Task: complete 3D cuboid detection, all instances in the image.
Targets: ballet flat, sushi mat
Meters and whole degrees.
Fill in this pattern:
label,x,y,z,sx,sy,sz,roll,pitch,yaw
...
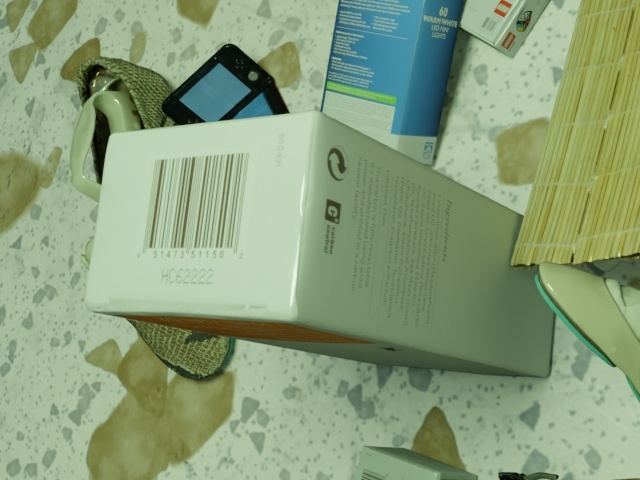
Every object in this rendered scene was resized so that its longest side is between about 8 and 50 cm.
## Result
label,x,y,z,sx,sy,sz,roll,pitch,yaw
ballet flat,-0.255,-0.043,1.365,0.164,0.182,0.482,-29,63,27
sushi mat,0.276,-0.118,0.967,0.151,0.019,0.316,-5,61,51
ballet flat,0.294,0.095,0.915,0.086,0.248,0.086,-38,17,13

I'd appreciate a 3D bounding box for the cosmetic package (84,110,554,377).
label,x,y,z,sx,sy,sz,roll,pitch,yaw
cosmetic package,0.030,0.026,0.962,0.230,0.453,0.161,-1,78,37

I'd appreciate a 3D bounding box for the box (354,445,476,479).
label,x,y,z,sx,sy,sz,roll,pitch,yaw
box,0.094,0.281,1.082,0.102,0.087,0.101,12,86,37

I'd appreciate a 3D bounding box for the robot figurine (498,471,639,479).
label,x,y,z,sx,sy,sz,roll,pitch,yaw
robot figurine,0.254,0.320,0.955,0.291,0.085,0.211,-15,70,33

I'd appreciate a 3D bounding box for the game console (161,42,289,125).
label,x,y,z,sx,sy,sz,roll,pitch,yaw
game console,-0.128,-0.169,1.367,0.144,0.124,0.085,-38,32,23

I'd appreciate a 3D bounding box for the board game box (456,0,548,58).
label,x,y,z,sx,sy,sz,roll,pitch,yaw
board game box,0.164,-0.370,1.217,0.305,0.053,0.193,41,105,36

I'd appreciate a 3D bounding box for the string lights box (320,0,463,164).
label,x,y,z,sx,sy,sz,roll,pitch,yaw
string lights box,0.083,-0.229,1.182,0.133,0.077,0.259,22,106,42

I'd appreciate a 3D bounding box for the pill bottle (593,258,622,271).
label,x,y,z,sx,sy,sz,roll,pitch,yaw
pill bottle,0.322,-0.060,0.983,0.187,0.112,0.112,-45,56,20
